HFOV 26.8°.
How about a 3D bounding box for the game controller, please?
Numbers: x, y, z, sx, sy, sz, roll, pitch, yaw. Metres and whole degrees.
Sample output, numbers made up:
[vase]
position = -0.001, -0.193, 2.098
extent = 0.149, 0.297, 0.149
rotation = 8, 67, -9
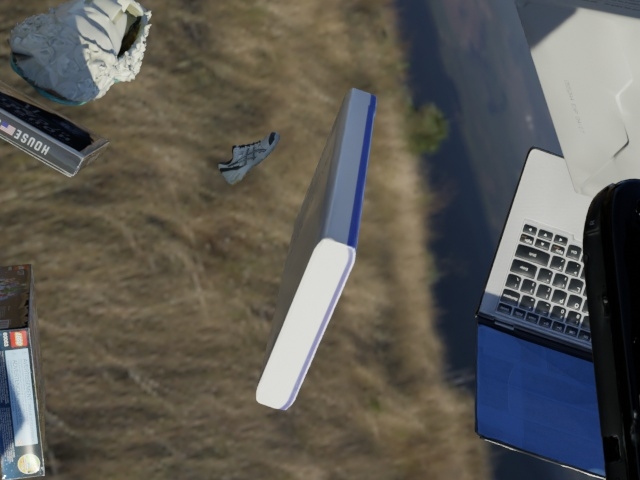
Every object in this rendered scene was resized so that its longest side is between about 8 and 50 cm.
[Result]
[game controller]
position = 0.254, 0.117, 0.933
extent = 0.166, 0.067, 0.319
rotation = 5, 76, -35

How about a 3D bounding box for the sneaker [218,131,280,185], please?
[sneaker]
position = -0.085, -0.103, 1.576
extent = 0.037, 0.083, 0.032
rotation = 47, 6, -7

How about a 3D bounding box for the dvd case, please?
[dvd case]
position = -0.334, -0.136, 1.509
extent = 0.179, 0.030, 0.239
rotation = 30, 5, -6

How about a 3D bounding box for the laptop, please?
[laptop]
position = 0.425, 0.115, 1.820
extent = 0.236, 0.381, 0.408
rotation = 175, -67, -85

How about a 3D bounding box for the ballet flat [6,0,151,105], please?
[ballet flat]
position = -0.309, -0.279, 1.801
extent = 0.409, 0.147, 0.147
rotation = -79, 151, -77

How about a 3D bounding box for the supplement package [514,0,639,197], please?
[supplement package]
position = 0.343, -0.163, 1.334
extent = 0.204, 0.145, 0.262
rotation = 23, -31, 45

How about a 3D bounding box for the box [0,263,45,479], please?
[box]
position = -0.322, 0.133, 1.430
extent = 0.233, 0.044, 0.159
rotation = -126, -148, -71

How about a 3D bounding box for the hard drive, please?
[hard drive]
position = 0.000, 0.000, 1.419
extent = 0.319, 0.040, 0.210
rotation = -79, -170, -57
